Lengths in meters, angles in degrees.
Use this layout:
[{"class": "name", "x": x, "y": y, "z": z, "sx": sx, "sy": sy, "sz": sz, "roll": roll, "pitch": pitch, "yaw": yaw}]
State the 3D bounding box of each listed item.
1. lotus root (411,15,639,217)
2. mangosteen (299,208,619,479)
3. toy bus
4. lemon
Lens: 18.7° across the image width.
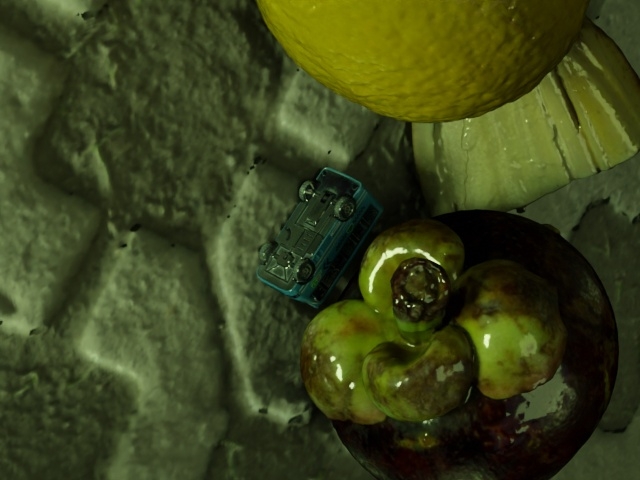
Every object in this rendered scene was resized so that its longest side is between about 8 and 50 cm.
[{"class": "lotus root", "x": 0.134, "y": -0.091, "z": 1.266, "sx": 0.159, "sy": 0.095, "sz": 0.135, "roll": -14, "pitch": 119, "yaw": 7}, {"class": "mangosteen", "x": 0.081, "y": 0.060, "z": 1.194, "sx": 0.192, "sy": 0.192, "sz": 0.217, "roll": -55, "pitch": 144, "yaw": -10}, {"class": "toy bus", "x": 0.000, "y": 0.000, "z": 1.208, "sx": 0.083, "sy": 0.038, "sz": 0.046, "roll": -57, "pitch": 138, "yaw": -7}, {"class": "lemon", "x": 0.055, "y": -0.167, "z": 1.084, "sx": 0.188, "sy": 0.188, "sz": 0.256, "roll": -55, "pitch": 130, "yaw": -10}]
